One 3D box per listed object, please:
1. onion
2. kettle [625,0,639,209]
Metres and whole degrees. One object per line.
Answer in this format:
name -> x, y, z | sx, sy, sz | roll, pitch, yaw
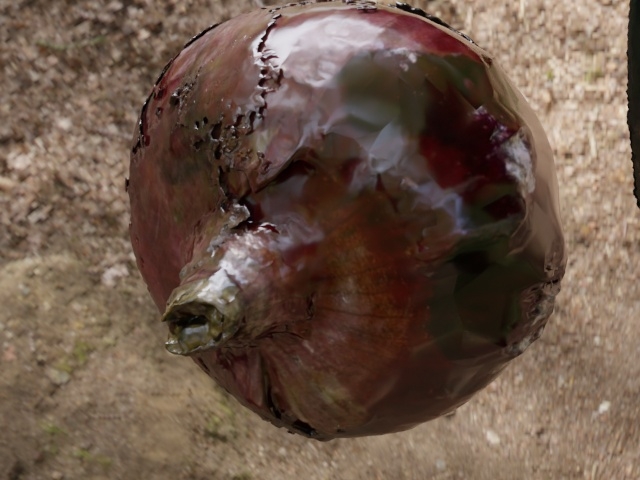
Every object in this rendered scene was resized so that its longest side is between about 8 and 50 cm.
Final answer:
onion -> 0.000, 0.000, 0.607 | 0.252, 0.252, 0.219 | 23, 40, 21
kettle -> 0.274, -0.117, 0.366 | 0.308, 0.203, 0.262 | 8, 88, 25
